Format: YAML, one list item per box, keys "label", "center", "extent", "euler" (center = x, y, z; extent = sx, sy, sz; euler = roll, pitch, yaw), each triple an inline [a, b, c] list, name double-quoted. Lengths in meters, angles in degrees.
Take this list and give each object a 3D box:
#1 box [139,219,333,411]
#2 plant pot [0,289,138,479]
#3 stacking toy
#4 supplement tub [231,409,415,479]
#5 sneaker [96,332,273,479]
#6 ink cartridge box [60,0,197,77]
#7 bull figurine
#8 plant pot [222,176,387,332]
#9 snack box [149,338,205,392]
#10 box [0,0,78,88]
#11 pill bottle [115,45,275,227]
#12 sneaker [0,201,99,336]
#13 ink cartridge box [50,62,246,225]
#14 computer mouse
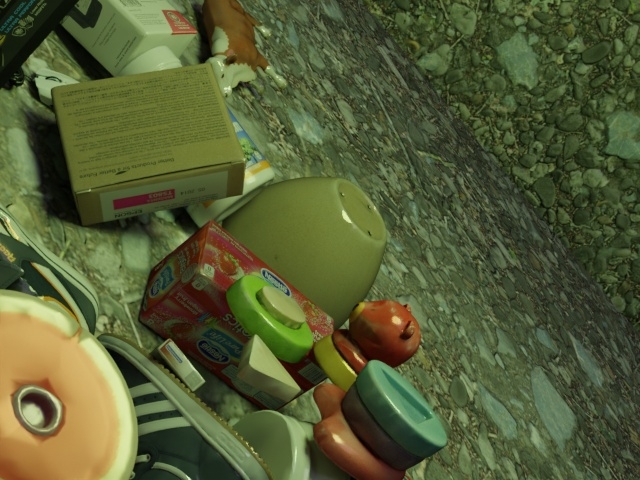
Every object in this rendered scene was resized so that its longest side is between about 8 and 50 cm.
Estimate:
- label: "box"
  center: [-0.111, 0.111, 1.281]
  extent: [0.257, 0.128, 0.123]
  euler: [40, 28, -25]
- label: "plant pot"
  center: [-0.297, 0.183, 0.728]
  extent: [0.275, 0.243, 0.275]
  euler: [41, 28, -27]
- label: "stacking toy"
  center: [0.032, 0.133, 1.118]
  extent: [0.279, 0.130, 0.309]
  euler: [40, 13, -21]
- label: "supplement tub"
  center: [0.003, 0.339, 1.112]
  extent: [0.272, 0.191, 0.191]
  euler: [37, 29, -33]
- label: "sneaker"
  center: [-0.203, 0.226, 1.008]
  extent: [0.282, 0.153, 0.099]
  euler: [34, -26, 28]
- label: "ink cartridge box"
  center: [-0.348, -0.387, 1.502]
  extent: [0.237, 0.100, 0.172]
  euler: [45, 24, 6]
- label: "bull figurine"
  center: [-0.170, -0.391, 1.867]
  extent: [0.188, 0.101, 0.310]
  euler: [35, 32, -42]
- label: "plant pot"
  center: [0.000, 0.000, 1.548]
  extent: [0.284, 0.191, 0.284]
  euler: [40, 27, -26]
- label: "snack box"
  center: [-0.179, 0.155, 1.097]
  extent: [0.064, 0.022, 0.178]
  euler: [50, -19, -2]
- label: "box"
  center: [-0.440, -0.315, 1.058]
  extent: [0.293, 0.295, 0.073]
  euler: [17, 41, -53]
- label: "pill bottle"
  center: [-0.207, -0.167, 1.444]
  extent: [0.272, 0.152, 0.152]
  euler: [54, 25, 1]
- label: "sneaker"
  center: [-0.363, 0.033, 0.945]
  extent: [0.321, 0.126, 0.127]
  euler: [40, 22, -31]
- label: "ink cartridge box"
  center: [-0.241, -0.138, 1.273]
  extent: [0.234, 0.088, 0.193]
  euler: [-11, 59, -15]
- label: "computer mouse"
  center: [-0.385, -0.227, 1.342]
  extent: [0.193, 0.042, 0.106]
  euler: [34, 30, -36]
